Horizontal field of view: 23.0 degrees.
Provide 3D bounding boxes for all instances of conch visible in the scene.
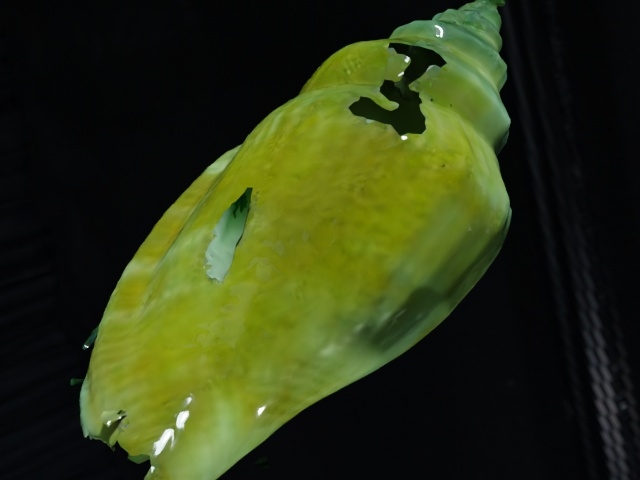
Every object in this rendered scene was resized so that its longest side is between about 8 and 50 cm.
[{"bbox_3d":[0.001,-0.004,0.476,0.095,0.201,0.079,22,-38,51],"label":"conch"}]
